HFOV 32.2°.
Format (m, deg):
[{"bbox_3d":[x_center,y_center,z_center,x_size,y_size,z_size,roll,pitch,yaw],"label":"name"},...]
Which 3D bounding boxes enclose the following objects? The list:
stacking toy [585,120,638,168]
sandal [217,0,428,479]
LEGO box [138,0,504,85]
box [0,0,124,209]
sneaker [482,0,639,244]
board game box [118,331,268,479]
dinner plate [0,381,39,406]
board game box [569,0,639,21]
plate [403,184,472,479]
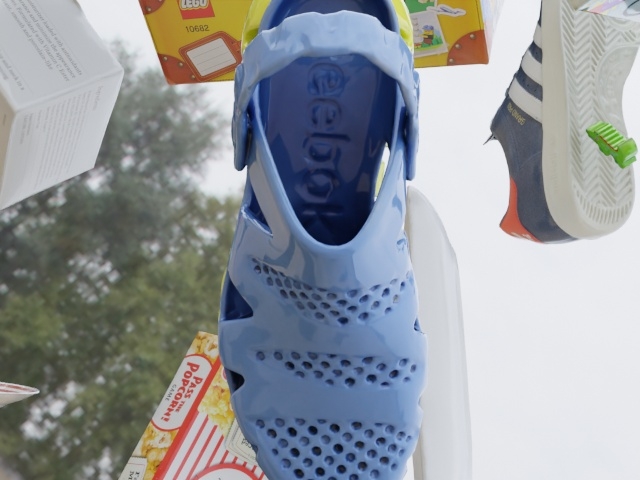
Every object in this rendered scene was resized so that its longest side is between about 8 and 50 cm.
[{"bbox_3d":[0.368,-0.093,0.977,0.221,0.167,0.052,49,-14,45],"label":"stacking toy"},{"bbox_3d":[0.000,0.000,0.598,0.138,0.126,0.317,-103,-171,-84],"label":"sandal"},{"bbox_3d":[0.027,-0.422,1.688,0.501,0.372,0.193,-1,-51,19],"label":"LEGO box"},{"bbox_3d":[-0.298,-0.159,1.062,0.181,0.119,0.182,53,-33,13],"label":"box"},{"bbox_3d":[0.240,-0.161,1.153,0.131,0.349,0.148,19,-21,-27],"label":"sneaker"},{"bbox_3d":[-0.080,0.189,0.842,0.045,0.193,0.147,8,-26,45],"label":"board game box"},{"bbox_3d":[-0.276,0.108,0.800,0.141,0.141,0.017,-2,-99,62],"label":"dinner plate"},{"bbox_3d":[0.277,-0.267,0.875,0.144,0.275,0.142,-38,-108,34],"label":"board game box"},{"bbox_3d":[0.098,0.129,0.948,0.278,0.045,0.277,79,9,-68],"label":"plate"}]
